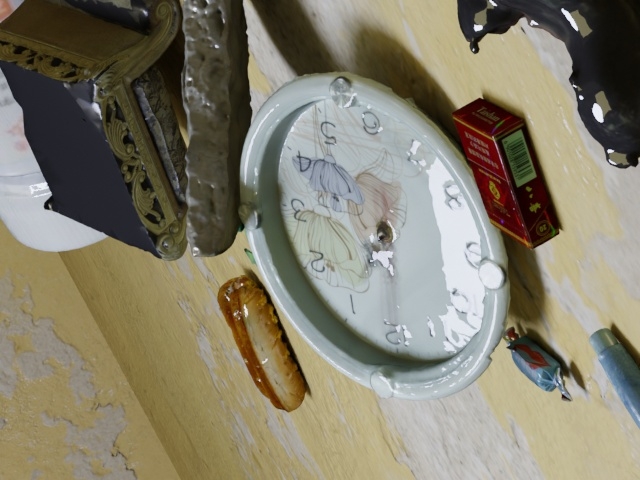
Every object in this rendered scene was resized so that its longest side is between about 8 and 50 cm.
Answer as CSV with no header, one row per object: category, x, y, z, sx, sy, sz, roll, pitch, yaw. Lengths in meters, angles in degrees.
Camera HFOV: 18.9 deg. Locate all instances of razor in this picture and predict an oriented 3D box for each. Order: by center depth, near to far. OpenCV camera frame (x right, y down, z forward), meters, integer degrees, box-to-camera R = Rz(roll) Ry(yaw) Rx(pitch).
razor,0.196,0.109,1.128,0.135,0.040,0.068,59,167,24

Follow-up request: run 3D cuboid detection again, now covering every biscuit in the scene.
biscuit,-0.072,-0.118,1.417,0.141,0.038,0.289,54,-147,-75

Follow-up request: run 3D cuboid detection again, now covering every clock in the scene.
clock,0.044,-0.007,1.294,0.236,0.053,0.236,25,130,34

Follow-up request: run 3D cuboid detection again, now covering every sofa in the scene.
sofa,-0.177,-0.135,1.791,0.200,0.182,0.258,22,144,41

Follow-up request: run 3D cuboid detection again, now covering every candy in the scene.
candy,0.143,0.081,1.282,0.083,0.020,0.030,45,159,54

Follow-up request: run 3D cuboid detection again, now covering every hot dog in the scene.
hot dog,-0.063,0.107,2.031,0.071,0.045,0.165,42,157,57

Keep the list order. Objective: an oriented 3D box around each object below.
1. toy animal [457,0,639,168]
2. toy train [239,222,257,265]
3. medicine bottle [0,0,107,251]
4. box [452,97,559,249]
toy animal,0.063,-0.194,0.835,0.168,0.106,0.343,27,151,54
toy train,0.000,0.000,1.497,0.157,0.105,0.253,54,169,-29
medicine bottle,-0.307,-0.181,1.944,0.211,0.211,0.371,46,165,47
box,0.110,-0.040,1.145,0.051,0.023,0.082,39,155,59
